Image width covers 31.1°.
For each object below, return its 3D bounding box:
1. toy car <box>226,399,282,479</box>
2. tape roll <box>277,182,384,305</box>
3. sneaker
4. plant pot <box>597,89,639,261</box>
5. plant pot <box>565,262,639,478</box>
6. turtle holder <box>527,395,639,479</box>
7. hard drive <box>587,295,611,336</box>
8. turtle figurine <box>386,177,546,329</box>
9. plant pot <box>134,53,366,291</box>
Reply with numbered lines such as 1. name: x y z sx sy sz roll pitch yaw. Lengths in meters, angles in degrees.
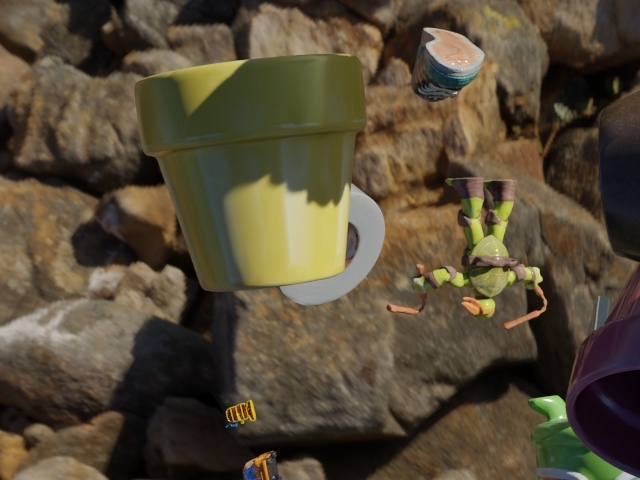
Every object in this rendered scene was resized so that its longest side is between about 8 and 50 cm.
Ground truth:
1. toy car: -0.077 0.223 1.266 0.041 0.060 0.122 -13 108 8
2. tape roll: 0.000 0.000 1.950 0.219 0.219 0.072 -44 44 -3
3. sneaker: 0.224 -0.298 2.068 0.108 0.302 0.121 10 109 -2
4. plant pot: 0.313 -0.051 0.782 0.230 0.215 0.215 -5 72 21
5. plant pot: 0.327 0.092 0.987 0.201 0.201 0.180 13 55 16
6. turtle holder: 0.438 0.304 1.525 0.243 0.320 0.227 -18 77 50
7. hard drive: 0.389 0.159 1.629 0.022 0.094 0.135 10 53 10
8. turtle figurine: 0.219 0.021 1.629 0.270 0.087 0.217 1 88 -24
9. plant pot: -0.066 -0.072 1.286 0.254 0.254 0.239 -7 94 11
